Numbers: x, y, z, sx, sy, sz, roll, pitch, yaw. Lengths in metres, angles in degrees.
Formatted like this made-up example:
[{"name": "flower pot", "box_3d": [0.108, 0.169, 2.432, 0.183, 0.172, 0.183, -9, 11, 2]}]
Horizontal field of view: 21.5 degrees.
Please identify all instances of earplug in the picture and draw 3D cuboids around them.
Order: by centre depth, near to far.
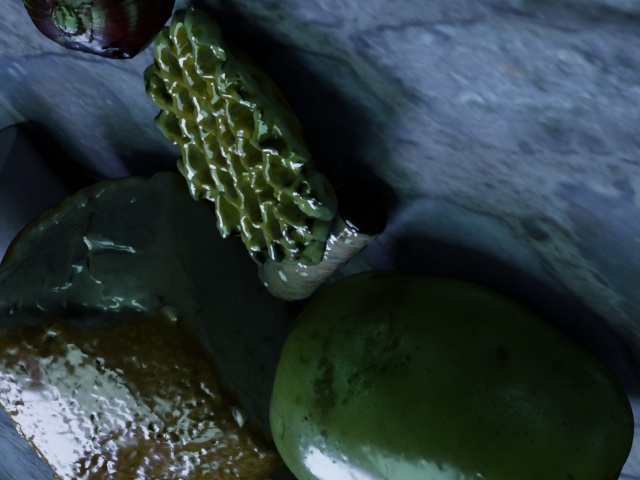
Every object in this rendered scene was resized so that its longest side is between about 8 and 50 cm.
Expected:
[{"name": "earplug", "box_3d": [-0.251, 0.041, 1.729, 0.301, 0.172, 0.172, 40, 157, -22]}]

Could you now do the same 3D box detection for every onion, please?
[{"name": "onion", "box_3d": [-0.166, -0.196, 1.247, 0.117, 0.118, 0.118, -1, 146, 6]}]

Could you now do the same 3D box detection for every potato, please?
[{"name": "potato", "box_3d": [0.095, 0.138, 1.339, 0.304, 0.216, 0.216, 26, 153, 37]}]

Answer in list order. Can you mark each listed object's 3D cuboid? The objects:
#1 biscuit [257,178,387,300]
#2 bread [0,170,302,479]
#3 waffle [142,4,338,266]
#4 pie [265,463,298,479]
[{"name": "biscuit", "box_3d": [0.000, 0.000, 1.412, 0.061, 0.055, 0.219, 47, 154, 1]}, {"name": "bread", "box_3d": [-0.161, 0.091, 1.552, 0.250, 0.225, 0.279, -25, 116, 29]}, {"name": "waffle", "box_3d": [-0.062, -0.075, 1.331, 0.223, 0.054, 0.204, 56, 156, 3]}, {"name": "pie", "box_3d": [-0.014, 0.299, 1.747, 0.418, 0.180, 0.395, 42, 161, -19]}]
